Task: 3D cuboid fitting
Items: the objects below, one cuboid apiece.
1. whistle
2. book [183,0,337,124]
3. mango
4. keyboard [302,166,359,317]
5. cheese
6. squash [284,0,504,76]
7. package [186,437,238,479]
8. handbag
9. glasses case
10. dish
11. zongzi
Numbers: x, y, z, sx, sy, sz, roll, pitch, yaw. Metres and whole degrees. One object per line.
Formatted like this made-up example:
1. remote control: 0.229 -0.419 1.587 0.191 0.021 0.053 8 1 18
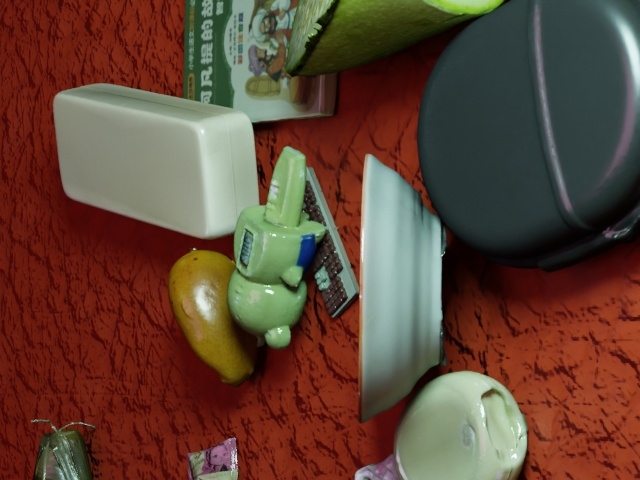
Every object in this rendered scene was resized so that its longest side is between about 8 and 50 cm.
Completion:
1. whistle: -0.047 0.010 1.910 0.105 0.085 0.227 36 120 49
2. book: -0.071 -0.232 2.030 0.264 0.027 0.202 -1 88 51
3. mango: -0.116 0.081 2.008 0.084 0.105 0.159 -35 70 15
4. keyboard: 0.000 0.000 1.930 0.055 0.017 0.166 -46 53 39
5. cheese: 0.107 0.212 1.744 0.227 0.064 0.137 -34 60 46
6. squash: 0.030 -0.287 1.771 0.309 0.210 0.233 -12 61 45
7. package: -0.126 0.264 2.056 0.083 0.029 0.059 -24 60 36
8. handbag: 0.208 -0.104 1.620 0.308 0.093 0.254 -25 67 47
9. glasses case: -0.199 -0.098 2.114 0.336 0.076 0.144 17 116 50
10. dish: 0.081 0.048 1.723 0.260 0.085 0.260 2 -90 -87
11. zongzi: -0.290 0.328 2.225 0.184 0.084 0.187 9 90 37
